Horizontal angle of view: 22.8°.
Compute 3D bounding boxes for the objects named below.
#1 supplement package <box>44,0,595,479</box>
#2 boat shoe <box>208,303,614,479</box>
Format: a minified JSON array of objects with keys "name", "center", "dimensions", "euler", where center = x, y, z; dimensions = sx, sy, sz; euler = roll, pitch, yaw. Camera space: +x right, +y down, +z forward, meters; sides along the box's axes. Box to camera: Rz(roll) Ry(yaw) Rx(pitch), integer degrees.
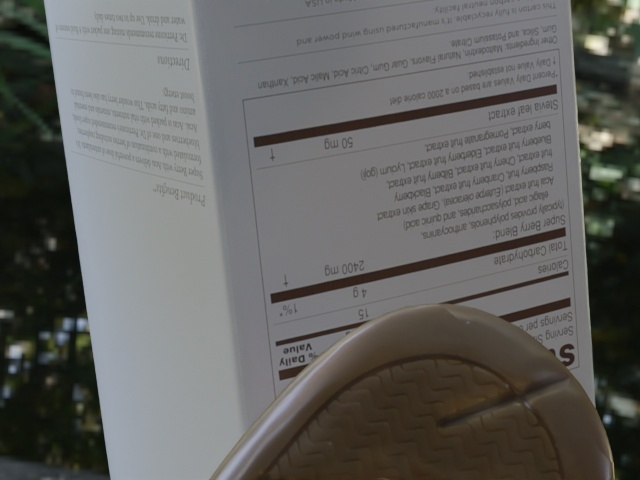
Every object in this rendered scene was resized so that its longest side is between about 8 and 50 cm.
[{"name":"supplement package","center":[0.000,0.000,0.711],"dimensions":[0.175,0.293,0.177],"euler":[-12,14,-27]},{"name":"boat shoe","center":[-0.062,0.156,0.440],"dimensions":[0.123,0.342,0.123],"euler":[43,-11,2]}]
